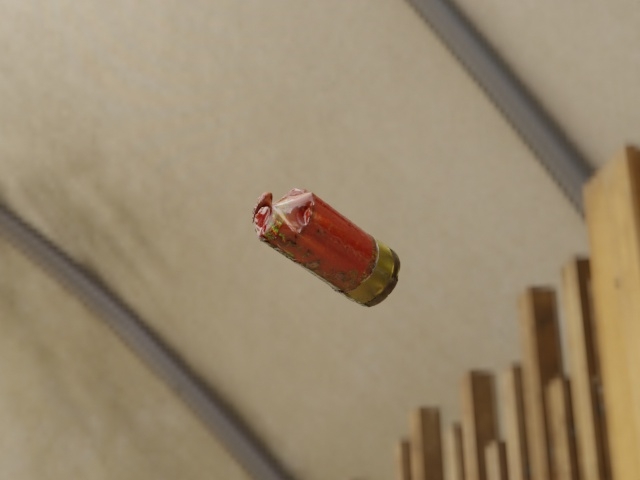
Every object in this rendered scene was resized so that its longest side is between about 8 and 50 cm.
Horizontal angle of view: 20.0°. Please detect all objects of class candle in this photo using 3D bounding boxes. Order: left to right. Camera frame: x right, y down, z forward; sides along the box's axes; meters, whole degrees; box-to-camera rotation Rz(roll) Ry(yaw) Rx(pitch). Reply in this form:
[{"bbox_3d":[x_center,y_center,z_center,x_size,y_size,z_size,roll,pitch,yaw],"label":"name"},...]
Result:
[{"bbox_3d":[0.000,0.000,1.315,0.052,0.052,0.130,-22,-41,36],"label":"candle"}]
